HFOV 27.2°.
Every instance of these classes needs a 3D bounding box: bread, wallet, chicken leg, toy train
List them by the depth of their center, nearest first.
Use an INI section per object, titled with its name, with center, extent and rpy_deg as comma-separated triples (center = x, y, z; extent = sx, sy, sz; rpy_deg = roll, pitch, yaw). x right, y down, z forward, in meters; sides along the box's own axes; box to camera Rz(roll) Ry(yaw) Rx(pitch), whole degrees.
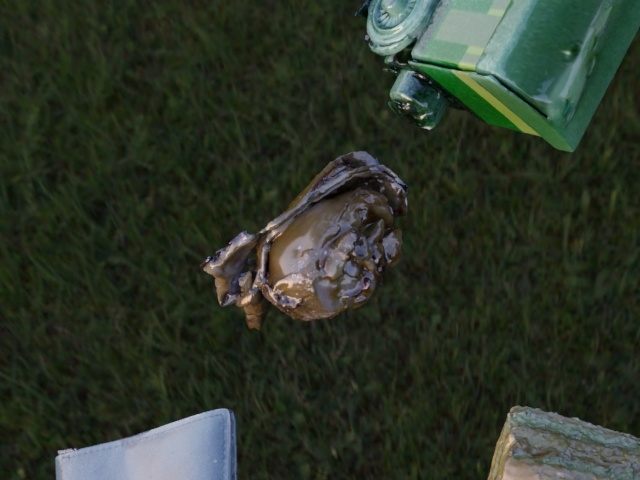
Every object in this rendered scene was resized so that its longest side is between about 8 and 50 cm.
[chicken leg]
center = 0.006, -0.004, 0.851
extent = 0.125, 0.196, 0.080
rpy_deg = -31, 95, 28
[toy train]
center = 0.163, -0.216, 1.008
extent = 0.202, 0.120, 0.301
rpy_deg = 21, 80, 51
[bread]
center = 0.187, 0.239, 1.032
extent = 0.138, 0.196, 0.102
rpy_deg = 16, 24, 7
[wallet]
center = -0.214, 0.346, 1.580
extent = 0.290, 0.054, 0.251
rpy_deg = -24, 59, 32
